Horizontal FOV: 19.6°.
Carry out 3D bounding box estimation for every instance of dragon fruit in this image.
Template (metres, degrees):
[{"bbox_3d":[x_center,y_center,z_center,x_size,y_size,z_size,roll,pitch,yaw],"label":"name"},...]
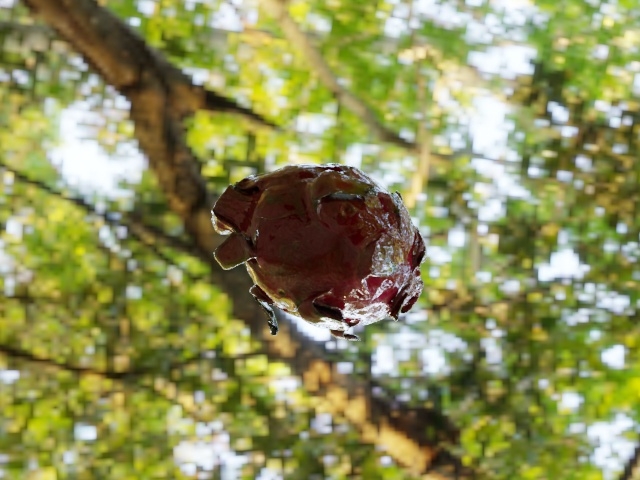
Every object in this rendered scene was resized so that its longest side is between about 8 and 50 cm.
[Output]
[{"bbox_3d":[0.000,0.000,1.367,0.136,0.166,0.133,-62,174,-28],"label":"dragon fruit"}]
